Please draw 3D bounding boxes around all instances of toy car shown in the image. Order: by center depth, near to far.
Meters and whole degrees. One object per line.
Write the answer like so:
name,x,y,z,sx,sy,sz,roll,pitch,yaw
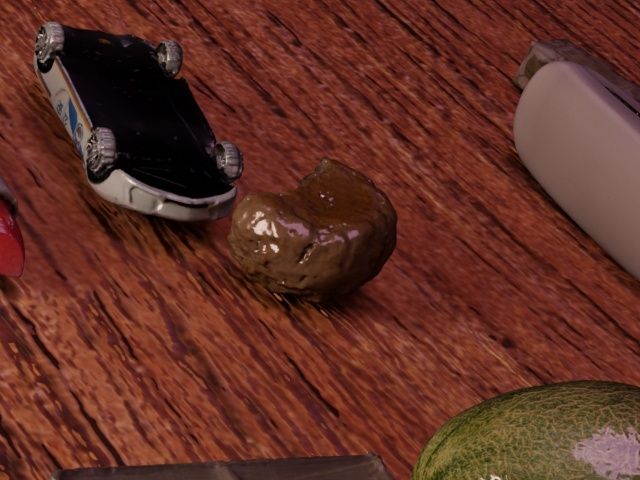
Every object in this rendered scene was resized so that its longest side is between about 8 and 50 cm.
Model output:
toy car,-0.115,-0.071,1.109,0.095,0.056,0.205,5,36,-31

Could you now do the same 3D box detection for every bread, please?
bread,0.000,0.000,1.069,0.082,0.060,0.113,35,32,22

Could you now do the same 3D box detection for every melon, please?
melon,0.136,0.135,0.850,0.192,0.139,0.139,11,30,-14

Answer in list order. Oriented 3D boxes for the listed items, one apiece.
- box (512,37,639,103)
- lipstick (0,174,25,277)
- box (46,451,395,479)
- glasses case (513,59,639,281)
box,0.211,-0.123,1.462,0.098,0.045,0.062,42,32,28
lipstick,-0.206,-0.045,0.997,0.063,0.057,0.186,-3,40,-41
box,-0.012,0.203,0.605,0.155,0.149,0.231,4,33,-35
glasses case,0.218,-0.041,1.276,0.059,0.092,0.233,-4,37,-38
